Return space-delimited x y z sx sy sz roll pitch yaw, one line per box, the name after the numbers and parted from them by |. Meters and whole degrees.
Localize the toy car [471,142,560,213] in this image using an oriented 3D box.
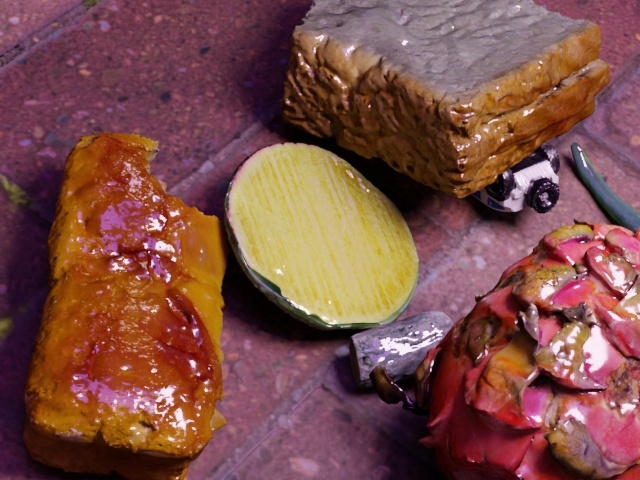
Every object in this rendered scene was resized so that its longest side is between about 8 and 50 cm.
0.192 -0.082 1.802 0.080 0.070 0.170 -22 41 -28 | toy car

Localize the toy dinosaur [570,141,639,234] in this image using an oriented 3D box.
0.352 0.014 1.606 0.144 0.374 0.500 -35 60 -3 | toy dinosaur

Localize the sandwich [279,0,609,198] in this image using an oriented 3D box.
0.110 -0.192 1.785 0.325 0.131 0.262 28 44 35 | sandwich

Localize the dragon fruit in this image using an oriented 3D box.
0.232 0.117 1.533 0.250 0.269 0.291 34 70 -23 | dragon fruit

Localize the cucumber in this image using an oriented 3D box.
0.080 0.110 1.635 0.112 0.064 0.064 -17 58 -21 | cucumber

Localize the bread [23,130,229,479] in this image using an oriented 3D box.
-0.175 0.052 1.585 0.185 0.109 0.380 8 48 -9 | bread

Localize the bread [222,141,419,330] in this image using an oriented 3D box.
0.000 0.000 1.690 0.228 0.033 0.228 19 47 -21 | bread
